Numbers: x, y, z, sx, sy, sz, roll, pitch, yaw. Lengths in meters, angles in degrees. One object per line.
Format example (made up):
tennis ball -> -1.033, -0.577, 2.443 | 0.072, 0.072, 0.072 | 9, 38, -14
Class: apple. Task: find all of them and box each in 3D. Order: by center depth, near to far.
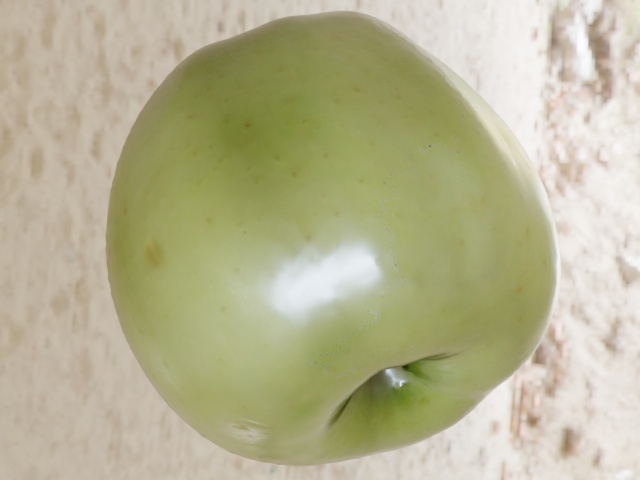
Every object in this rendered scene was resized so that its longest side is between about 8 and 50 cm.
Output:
apple -> 0.000, 0.000, 0.995 | 0.357, 0.357, 0.357 | 4, 90, -74
